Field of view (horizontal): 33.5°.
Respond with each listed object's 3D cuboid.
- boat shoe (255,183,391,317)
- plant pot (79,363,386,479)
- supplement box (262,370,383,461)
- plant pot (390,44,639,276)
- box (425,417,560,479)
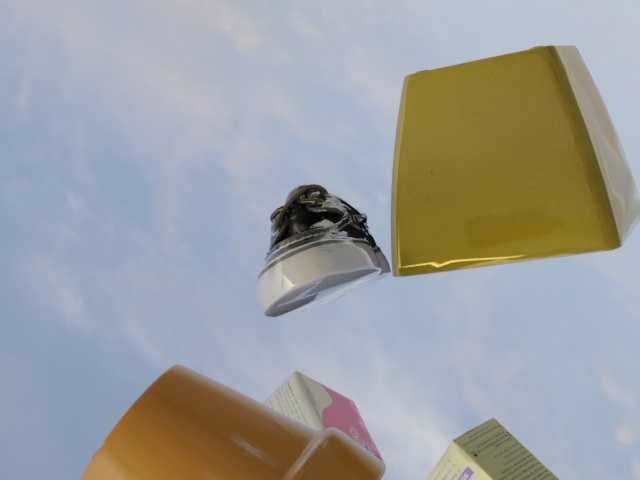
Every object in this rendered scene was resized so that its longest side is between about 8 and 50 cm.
[{"bbox_3d":[0.000,0.000,0.700,0.076,0.080,0.228,67,-168,5],"label":"boat shoe"},{"bbox_3d":[-0.082,0.206,0.858,0.188,0.205,0.205,37,-141,6],"label":"plant pot"},{"bbox_3d":[-0.050,0.280,1.275,0.111,0.220,0.114,33,-163,-37],"label":"supplement box"},{"bbox_3d":[0.184,-0.086,1.037,0.212,0.212,0.187,-24,-75,-65],"label":"plant pot"},{"bbox_3d":[0.252,0.417,1.499,0.243,0.213,0.117,43,-147,26],"label":"box"}]
